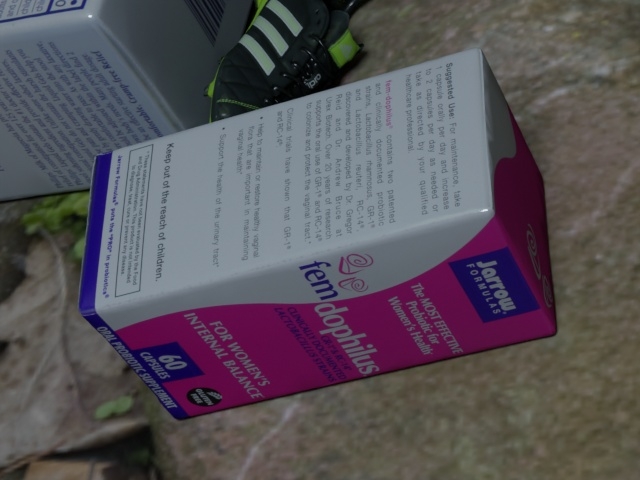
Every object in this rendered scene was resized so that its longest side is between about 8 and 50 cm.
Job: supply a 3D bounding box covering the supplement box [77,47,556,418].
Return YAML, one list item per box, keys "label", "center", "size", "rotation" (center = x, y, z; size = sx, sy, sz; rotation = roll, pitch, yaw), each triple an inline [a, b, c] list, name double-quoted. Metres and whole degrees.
- label: "supplement box"
  center: [0.000, 0.000, 0.861]
  size: [0.220, 0.111, 0.114]
  rotation: [-16, 48, 18]

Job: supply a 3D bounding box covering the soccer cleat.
- label: "soccer cleat"
  center: [-0.018, -0.105, 0.995]
  size: [0.072, 0.060, 0.179]
  rotation: [0, 51, 27]

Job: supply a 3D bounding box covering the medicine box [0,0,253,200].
- label: "medicine box"
  center: [-0.202, -0.171, 1.087]
  size: [0.289, 0.149, 0.263]
  rotation: [-7, 51, 25]
